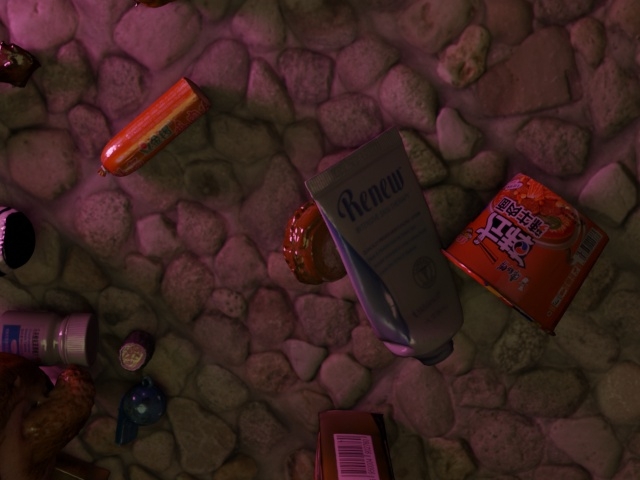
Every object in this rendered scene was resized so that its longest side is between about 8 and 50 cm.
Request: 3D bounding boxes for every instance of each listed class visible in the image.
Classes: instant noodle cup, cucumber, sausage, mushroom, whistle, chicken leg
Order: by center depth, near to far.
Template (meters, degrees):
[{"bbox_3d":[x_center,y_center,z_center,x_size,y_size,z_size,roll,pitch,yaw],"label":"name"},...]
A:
[{"bbox_3d":[-0.631,-0.267,1.527,0.305,0.093,0.113,-17,124,-3],"label":"chicken leg"},{"bbox_3d":[0.362,0.017,1.535,0.250,0.250,0.192,37,96,-10],"label":"instant noodle cup"},{"bbox_3d":[-0.566,0.358,1.548,0.239,0.345,0.345,1,110,34],"label":"mushroom"},{"bbox_3d":[-0.299,-0.186,1.552,0.234,0.071,0.071,-39,103,11],"label":"sausage"},{"bbox_3d":[-0.343,0.208,1.653,0.064,0.112,0.064,0,100,-2],"label":"cucumber"},{"bbox_3d":[-0.341,0.331,1.703,0.090,0.090,0.157,10,107,-3],"label":"whistle"}]

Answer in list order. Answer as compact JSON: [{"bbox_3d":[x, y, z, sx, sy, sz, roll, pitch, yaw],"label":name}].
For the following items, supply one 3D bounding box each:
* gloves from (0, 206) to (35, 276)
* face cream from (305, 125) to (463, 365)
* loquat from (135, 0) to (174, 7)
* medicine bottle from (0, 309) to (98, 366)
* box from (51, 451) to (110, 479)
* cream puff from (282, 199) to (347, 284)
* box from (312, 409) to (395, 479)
[{"bbox_3d":[-0.628,0.004,1.595,0.219,0.131,0.140,0,119,28],"label":"gloves"},{"bbox_3d":[0.133,0.033,1.576,0.235,0.137,0.420,-34,109,-32],"label":"face cream"},{"bbox_3d":[-0.276,-0.447,1.454,0.137,0.113,0.137,2,129,3],"label":"loquat"},{"bbox_3d":[-0.506,0.183,1.647,0.168,0.105,0.105,1,107,-1],"label":"medicine bottle"},{"bbox_3d":[-0.542,0.542,1.776,0.159,0.071,0.240,26,104,-10],"label":"box"},{"bbox_3d":[0.000,0.000,1.581,0.165,0.115,0.150,-44,124,-21],"label":"cream puff"},{"bbox_3d":[0.044,0.577,1.627,0.138,0.373,0.420,6,107,-3],"label":"box"}]
